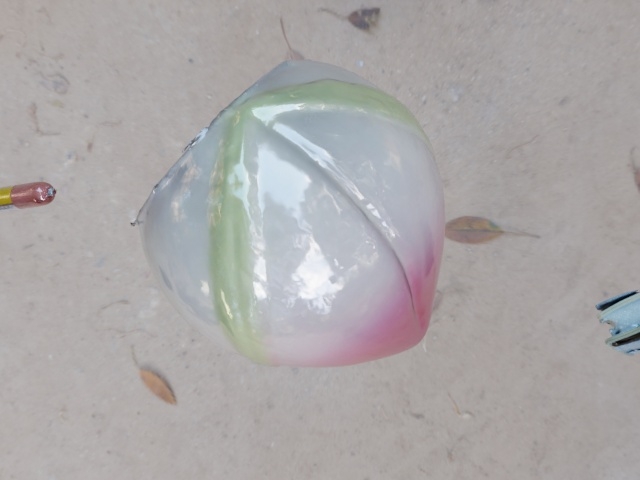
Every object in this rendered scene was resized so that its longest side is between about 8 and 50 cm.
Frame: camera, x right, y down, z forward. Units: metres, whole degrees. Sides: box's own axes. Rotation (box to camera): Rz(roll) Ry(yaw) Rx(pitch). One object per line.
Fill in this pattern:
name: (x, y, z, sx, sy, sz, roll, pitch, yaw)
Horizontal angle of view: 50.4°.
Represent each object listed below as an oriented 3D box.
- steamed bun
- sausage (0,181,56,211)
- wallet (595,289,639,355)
steamed bun: (0.000, 0.000, 0.667, 0.309, 0.309, 0.309, 0, 92, 3)
sausage: (-0.390, -0.048, 0.807, 0.223, 0.029, 0.029, -4, 92, 30)
wallet: (0.491, 0.075, 0.859, 0.250, 0.176, 0.075, -28, 63, 27)
